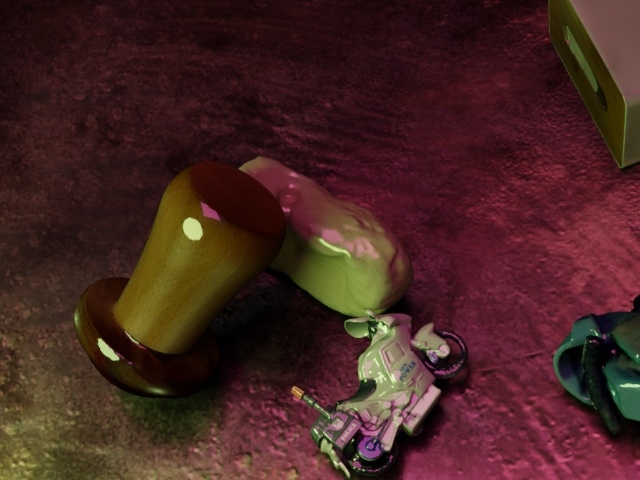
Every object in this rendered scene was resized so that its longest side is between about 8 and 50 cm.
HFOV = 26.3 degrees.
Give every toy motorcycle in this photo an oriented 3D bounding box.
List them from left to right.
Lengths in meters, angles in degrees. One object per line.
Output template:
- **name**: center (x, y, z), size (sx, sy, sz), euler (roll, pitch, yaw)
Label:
- **toy motorcycle**: center (0.066, 0.173, 1.645), size (0.150, 0.102, 0.221), euler (34, 72, 13)
- **toy motorcycle**: center (0.395, 0.176, 1.508), size (0.232, 0.172, 0.416), euler (-18, 33, 5)

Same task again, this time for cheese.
- **cheese**: center (0.001, -0.001, 1.721), size (0.263, 0.159, 0.093), euler (33, 65, 26)

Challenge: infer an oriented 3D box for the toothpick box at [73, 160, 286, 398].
- **toothpick box**: center (-0.169, 0.057, 1.658), size (0.192, 0.192, 0.294), euler (52, 121, 30)

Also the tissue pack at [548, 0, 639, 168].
- **tissue pack**: center (0.405, -0.246, 1.777), size (0.136, 0.159, 0.246), euler (-19, 58, -1)
